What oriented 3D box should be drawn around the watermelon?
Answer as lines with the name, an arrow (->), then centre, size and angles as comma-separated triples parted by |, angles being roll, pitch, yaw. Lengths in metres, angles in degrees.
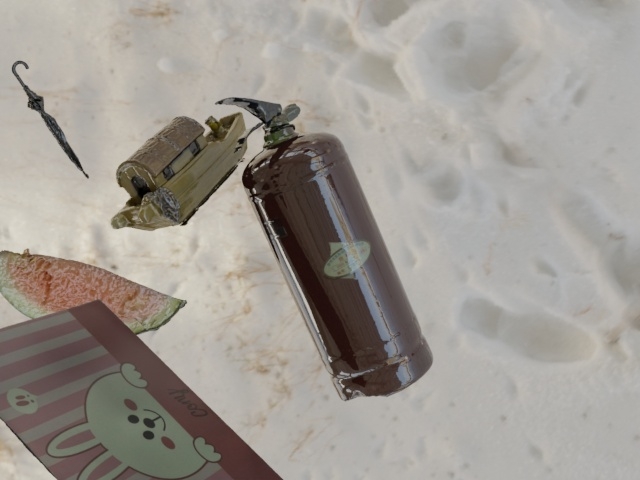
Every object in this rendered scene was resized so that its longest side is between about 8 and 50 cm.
watermelon -> -0.294, 0.063, 1.014 | 0.119, 0.245, 0.063 | -52, 28, 41

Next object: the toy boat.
toy boat -> -0.150, -0.086, 0.892 | 0.068, 0.226, 0.088 | -12, 118, 35

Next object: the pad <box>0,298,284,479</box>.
pad -> -0.165, 0.168, 0.720 | 0.300, 0.202, 0.005 | 41, 113, 16

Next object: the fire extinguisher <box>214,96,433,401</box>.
fire extinguisher -> 0.000, 0.000, 0.841 | 0.114, 0.135, 0.337 | -17, 101, 33

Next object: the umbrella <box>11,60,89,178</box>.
umbrella -> -0.295, -0.126, 0.886 | 0.022, 0.022, 0.148 | 10, 131, 46
